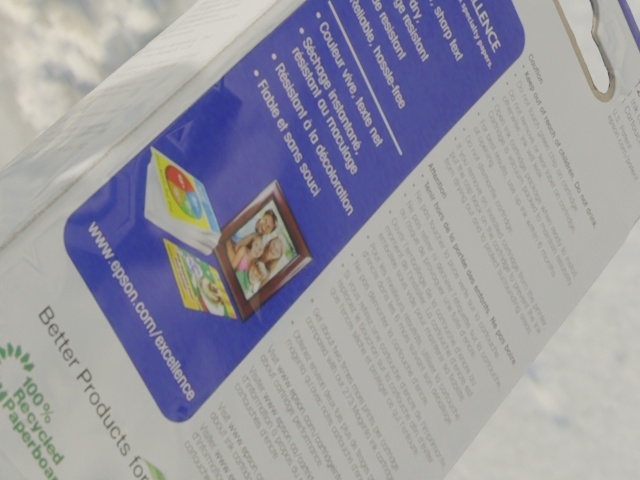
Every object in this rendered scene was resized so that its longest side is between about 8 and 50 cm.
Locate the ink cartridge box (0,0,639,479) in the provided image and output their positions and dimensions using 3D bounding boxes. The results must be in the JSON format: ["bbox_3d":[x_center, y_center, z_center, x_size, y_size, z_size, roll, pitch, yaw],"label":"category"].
[{"bbox_3d":[0.000,0.000,0.688,0.069,0.371,0.175,-4,122,44],"label":"ink cartridge box"}]
